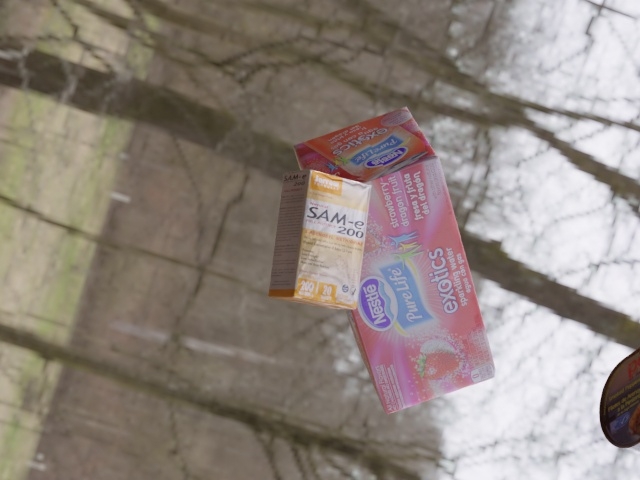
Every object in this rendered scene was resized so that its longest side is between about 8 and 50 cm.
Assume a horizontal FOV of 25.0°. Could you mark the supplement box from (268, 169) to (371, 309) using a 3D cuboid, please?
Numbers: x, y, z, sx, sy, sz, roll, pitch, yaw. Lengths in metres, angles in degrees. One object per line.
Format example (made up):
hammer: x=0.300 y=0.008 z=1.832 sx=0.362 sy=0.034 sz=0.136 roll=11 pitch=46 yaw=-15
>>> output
supplement box: x=0.000 y=0.000 z=1.104 sx=0.036 sy=0.062 sz=0.098 roll=-4 pitch=-103 yaw=54

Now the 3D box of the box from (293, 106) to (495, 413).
box: x=0.086 y=0.024 z=1.643 sx=0.154 sy=0.142 sz=0.300 roll=-114 pitch=-175 yaw=-60

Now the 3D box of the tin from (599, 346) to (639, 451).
tin: x=0.367 y=0.153 z=1.524 sx=0.190 sy=0.040 sz=0.106 roll=-45 pitch=-141 yaw=45
